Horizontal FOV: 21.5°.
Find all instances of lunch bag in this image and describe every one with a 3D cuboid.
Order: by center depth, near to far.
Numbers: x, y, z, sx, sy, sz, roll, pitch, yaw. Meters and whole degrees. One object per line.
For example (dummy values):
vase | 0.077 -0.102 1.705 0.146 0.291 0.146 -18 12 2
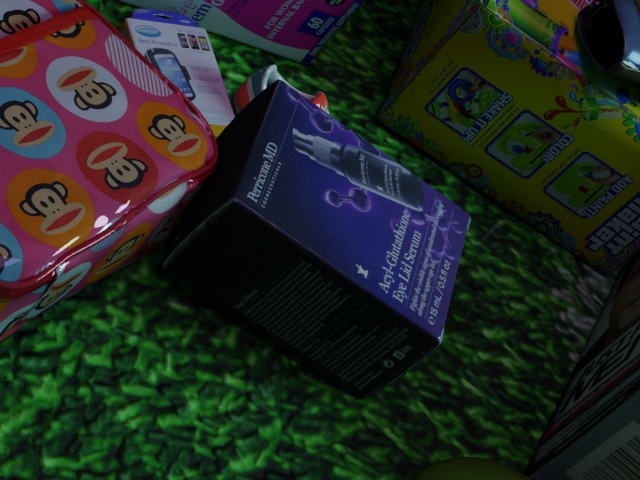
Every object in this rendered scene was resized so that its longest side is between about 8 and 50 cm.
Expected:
lunch bag | -0.242 -0.075 1.229 0.258 0.120 0.293 45 39 7

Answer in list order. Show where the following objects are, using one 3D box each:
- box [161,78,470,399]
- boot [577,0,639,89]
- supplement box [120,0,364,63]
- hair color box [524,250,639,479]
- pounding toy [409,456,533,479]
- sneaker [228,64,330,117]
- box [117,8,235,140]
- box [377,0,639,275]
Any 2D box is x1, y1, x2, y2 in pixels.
box | 0.000 0.000 1.344 0.207 0.108 0.153 34 43 -17
boot | 0.279 -0.220 1.499 0.106 0.082 0.219 12 53 -35
supplement box | -0.079 -0.258 1.495 0.220 0.111 0.114 16 52 -26
hair color box | 0.323 0.085 1.474 0.113 0.185 0.374 40 42 -3
pounding toy | 0.175 0.248 1.287 0.237 0.110 0.183 42 42 -1
sneaker | -0.009 -0.082 1.436 0.161 0.075 0.057 44 42 1
box | -0.123 -0.137 1.430 0.081 0.028 0.136 3 53 -36
box | 0.242 -0.177 1.629 0.279 0.177 0.290 34 43 -11
